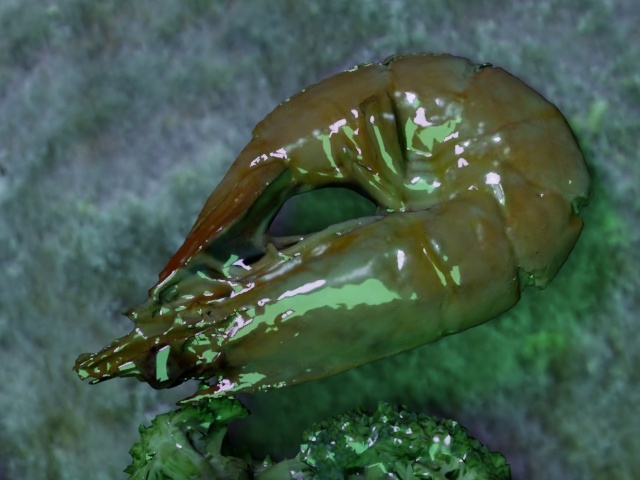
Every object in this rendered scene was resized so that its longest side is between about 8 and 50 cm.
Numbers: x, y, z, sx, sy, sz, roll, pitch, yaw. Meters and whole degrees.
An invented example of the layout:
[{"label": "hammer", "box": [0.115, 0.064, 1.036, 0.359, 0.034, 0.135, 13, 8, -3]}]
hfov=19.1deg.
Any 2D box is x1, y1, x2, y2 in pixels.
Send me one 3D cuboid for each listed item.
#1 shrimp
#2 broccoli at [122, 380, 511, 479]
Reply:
[{"label": "shrimp", "box": [0.000, 0.000, 0.915, 0.267, 0.061, 0.145, -29, 78, 0]}, {"label": "broccoli", "box": [-0.006, 0.200, 0.883, 0.261, 0.241, 0.269, 22, 70, 27]}]
